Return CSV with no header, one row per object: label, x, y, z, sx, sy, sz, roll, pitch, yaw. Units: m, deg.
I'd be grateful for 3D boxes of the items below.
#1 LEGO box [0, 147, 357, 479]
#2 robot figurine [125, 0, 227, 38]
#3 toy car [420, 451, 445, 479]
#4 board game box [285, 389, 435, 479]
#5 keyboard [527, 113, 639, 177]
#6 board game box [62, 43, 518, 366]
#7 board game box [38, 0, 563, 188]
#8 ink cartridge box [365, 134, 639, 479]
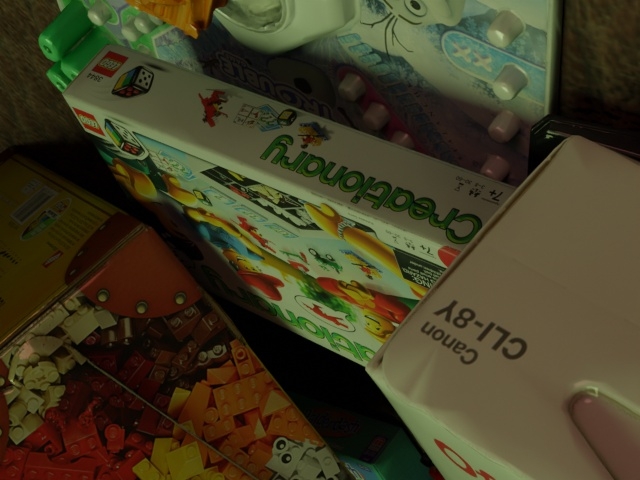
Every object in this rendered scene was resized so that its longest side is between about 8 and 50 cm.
LEGO box,-0.163,0.146,1.096,0.372,0.193,0.500,53,168,-21
robot figurine,-0.148,-0.219,0.591,0.291,0.085,0.211,35,151,4
toy car,0.131,0.121,0.964,0.225,0.053,0.239,11,144,46
board game box,0.055,0.239,1.284,0.160,0.047,0.210,12,144,48
keyboard,0.164,0.002,0.735,0.108,0.023,0.180,18,150,18
board game box,0.000,0.000,0.813,0.305,0.053,0.193,23,154,34
board game box,-0.050,-0.147,0.758,0.390,0.050,0.390,28,154,24
ink cartridge box,0.227,0.159,0.671,0.279,0.160,0.384,30,163,40
